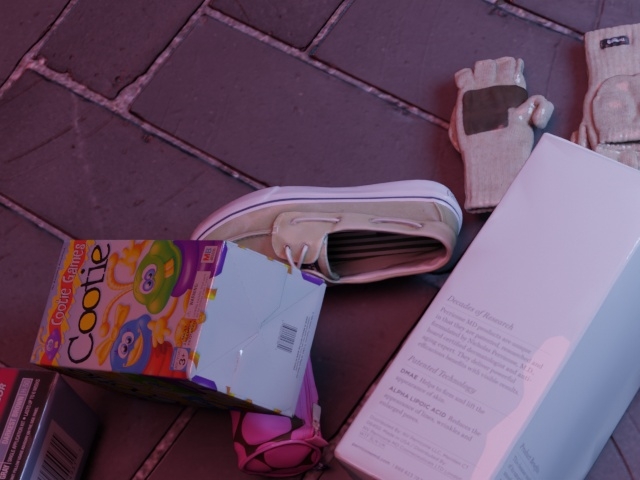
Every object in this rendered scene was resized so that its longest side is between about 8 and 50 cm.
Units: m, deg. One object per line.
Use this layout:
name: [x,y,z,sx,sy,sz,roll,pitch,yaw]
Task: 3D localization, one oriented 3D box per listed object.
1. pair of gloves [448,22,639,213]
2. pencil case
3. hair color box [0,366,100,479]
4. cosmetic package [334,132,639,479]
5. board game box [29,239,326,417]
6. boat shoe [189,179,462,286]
pair of gloves: [0.258,-0.128,1.929,0.240,0.042,0.204,-14,54,9]
pencil case: [-0.046,0.142,1.852,0.098,0.095,0.209,-36,50,35]
hair color box: [-0.444,0.234,1.909,0.374,0.113,0.185,2,58,24]
cosmetic package: [0.199,0.118,1.704,0.156,0.217,0.385,24,70,29]
board game box: [-0.149,0.086,1.813,0.275,0.142,0.144,-1,71,49]
boat shoe: [0.000,0.000,1.892,0.302,0.109,0.094,-11,28,11]
